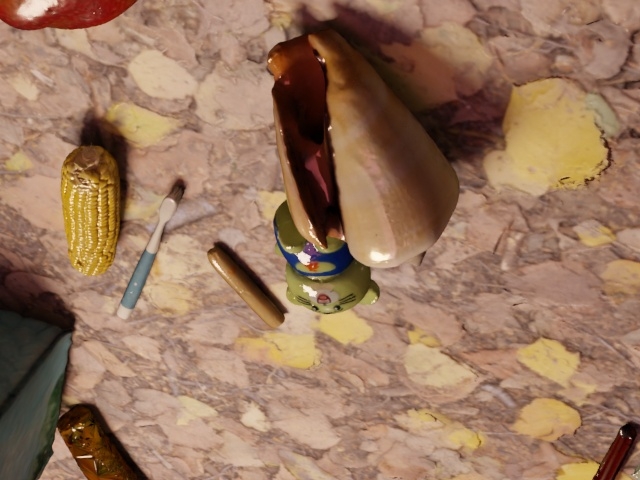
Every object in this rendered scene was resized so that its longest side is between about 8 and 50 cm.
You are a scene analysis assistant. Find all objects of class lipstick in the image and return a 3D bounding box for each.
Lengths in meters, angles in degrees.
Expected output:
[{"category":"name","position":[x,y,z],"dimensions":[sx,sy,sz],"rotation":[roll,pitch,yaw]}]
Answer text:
[{"category":"lipstick","position":[0.345,0.273,1.709],"dimensions":[0.027,0.027,0.176],"rotation":[17,139,5]}]

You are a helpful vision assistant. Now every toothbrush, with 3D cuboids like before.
[{"category":"toothbrush","position":[-0.201,0.018,1.669],"dimensions":[0.019,0.025,0.275],"rotation":[30,143,-1]}]

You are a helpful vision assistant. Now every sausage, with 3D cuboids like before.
[{"category":"sausage","position":[-0.087,0.055,1.653],"dimensions":[0.024,0.024,0.132],"rotation":[-16,129,37]}]

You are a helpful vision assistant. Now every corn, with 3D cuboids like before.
[{"category":"corn","position":[-0.256,-0.032,1.596],"dimensions":[0.067,0.067,0.206],"rotation":[18,142,5]}]

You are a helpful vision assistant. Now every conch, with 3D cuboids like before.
[{"category":"conch","position":[0.044,-0.087,1.381],"dimensions":[0.158,0.127,0.255],"rotation":[-12,104,23]}]

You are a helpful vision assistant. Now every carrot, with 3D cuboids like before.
[{"category":"carrot","position":[-0.308,0.319,2.031],"dimensions":[0.069,0.069,0.228],"rotation":[-1,135,25]}]

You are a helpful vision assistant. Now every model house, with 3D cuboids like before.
[{"category":"model house","position":[-0.550,0.244,1.798],"dimensions":[0.339,0.360,0.297],"rotation":[24,133,5]}]

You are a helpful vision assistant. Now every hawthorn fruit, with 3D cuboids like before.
[{"category":"hawthorn fruit","position":[-0.216,-0.270,1.237],"dimensions":[0.169,0.169,0.188],"rotation":[41,138,-22]}]

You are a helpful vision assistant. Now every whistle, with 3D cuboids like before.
[{"category":"whistle","position":[0.000,0.000,1.503],"dimensions":[0.105,0.085,0.227],"rotation":[-1,136,12]}]

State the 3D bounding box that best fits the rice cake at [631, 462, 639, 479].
[{"category":"rice cake","position":[0.396,0.248,1.658],"dimensions":[0.022,0.021,0.121],"rotation":[31,142,4]}]
